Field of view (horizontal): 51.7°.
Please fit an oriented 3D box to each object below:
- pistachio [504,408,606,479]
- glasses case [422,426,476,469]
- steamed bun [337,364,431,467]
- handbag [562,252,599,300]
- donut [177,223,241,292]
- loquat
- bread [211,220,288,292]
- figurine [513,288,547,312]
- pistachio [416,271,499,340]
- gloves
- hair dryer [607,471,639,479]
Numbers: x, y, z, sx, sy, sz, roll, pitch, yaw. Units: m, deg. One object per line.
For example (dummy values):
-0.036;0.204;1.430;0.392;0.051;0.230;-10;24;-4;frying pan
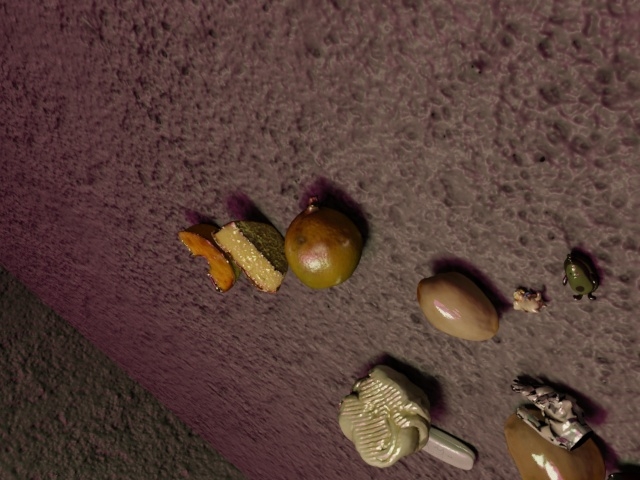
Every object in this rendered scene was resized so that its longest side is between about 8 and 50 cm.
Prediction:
0.603;0.551;1.717;0.212;0.163;0.260;-36;76;14;pistachio
0.377;0.644;2.077;0.233;0.059;0.092;24;140;26;glasses case
0.215;0.530;1.993;0.280;0.207;0.268;39;107;38;steamed bun
0.545;0.072;1.392;0.072;0.047;0.111;-7;122;45;handbag
-0.328;0.050;2.128;0.152;0.101;0.259;-9;117;46;donut
0.000;0.000;1.708;0.213;0.213;0.246;6;118;39;loquat
-0.184;0.023;1.947;0.260;0.134;0.129;46;133;-11;bread
0.478;0.135;1.522;0.083;0.047;0.051;0;110;51;figurine
0.331;0.161;1.601;0.215;0.144;0.144;40;143;10;pistachio
0.574;0.423;1.660;0.212;0.111;0.128;54;159;38;gloves
0.861;0.567;1.554;0.312;0.123;0.340;14;124;19;hair dryer
